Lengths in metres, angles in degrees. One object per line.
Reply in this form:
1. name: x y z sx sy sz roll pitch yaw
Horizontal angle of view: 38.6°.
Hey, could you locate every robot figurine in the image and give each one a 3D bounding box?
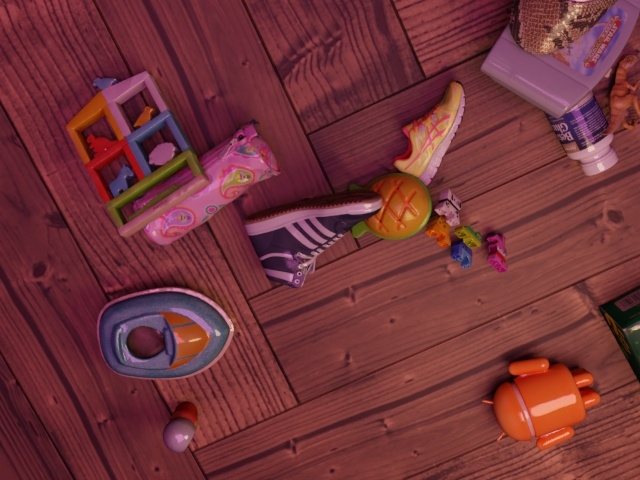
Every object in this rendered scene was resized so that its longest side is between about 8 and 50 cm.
1. robot figurine: 0.441 0.322 1.830 0.219 0.128 0.158 -21 130 3

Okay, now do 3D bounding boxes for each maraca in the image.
1. maraca: 0.123 -0.063 1.748 0.186 0.099 0.127 -5 84 25

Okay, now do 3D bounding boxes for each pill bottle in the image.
1. pill bottle: 0.490 -0.211 1.717 0.094 0.094 0.169 -30 102 6

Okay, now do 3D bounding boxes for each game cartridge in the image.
1. game cartridge: 0.446 -0.378 1.640 0.198 0.062 0.297 32 84 11

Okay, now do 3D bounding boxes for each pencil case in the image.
1. pencil case: -0.215 -0.107 1.717 0.284 0.124 0.124 -33 102 10

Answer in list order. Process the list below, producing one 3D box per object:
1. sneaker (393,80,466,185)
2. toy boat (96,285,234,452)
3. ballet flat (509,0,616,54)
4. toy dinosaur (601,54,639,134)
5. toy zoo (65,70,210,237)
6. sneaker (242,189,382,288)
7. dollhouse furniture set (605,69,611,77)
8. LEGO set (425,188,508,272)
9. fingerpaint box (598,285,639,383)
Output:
1. sneaker: 0.204 -0.209 1.721 0.094 0.081 0.208 23 103 -4
2. toy boat: -0.292 0.248 1.790 0.267 0.148 0.318 -9 103 1
3. ballet flat: 0.501 -0.527 1.543 0.164 0.182 0.483 43 85 7
4. toy dinosaur: 0.560 -0.247 1.708 0.112 0.064 0.211 30 63 -22
5. toy zoo: -0.349 -0.178 1.688 0.192 0.030 0.293 -33 75 9
6. sneaker: 0.000 0.000 1.737 0.282 0.099 0.153 -11 104 24
7. dollhouse furniture set: 0.525 -0.357 1.695 0.081 0.091 0.114 5 103 -17
8. LEGO set: 0.270 -0.028 1.762 0.087 0.093 0.227 -16 137 37
9. fingerpaint box: 0.843 0.195 1.784 0.445 0.163 0.371 -29 102 6
